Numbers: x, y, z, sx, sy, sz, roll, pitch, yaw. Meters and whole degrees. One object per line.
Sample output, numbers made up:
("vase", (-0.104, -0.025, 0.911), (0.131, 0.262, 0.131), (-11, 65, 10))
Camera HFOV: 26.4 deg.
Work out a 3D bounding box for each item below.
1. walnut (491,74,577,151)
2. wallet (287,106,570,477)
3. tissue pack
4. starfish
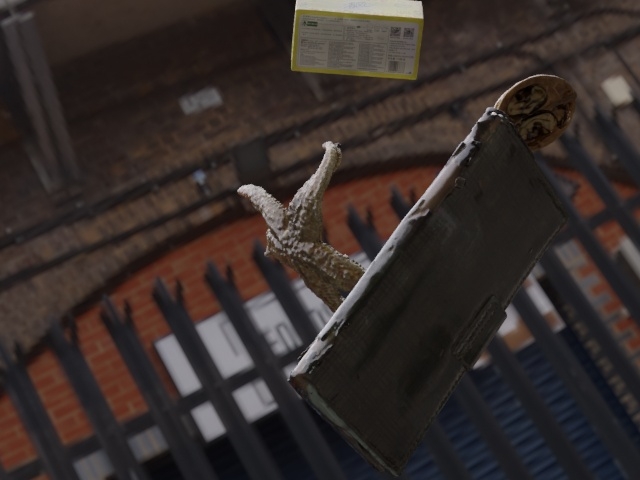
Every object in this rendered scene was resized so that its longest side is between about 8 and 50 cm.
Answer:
("walnut", (0.264, -0.165, 1.732), (0.121, 0.091, 0.052), (-27, 20, -13))
("wallet", (0.106, 0.048, 1.247), (0.317, 0.044, 0.169), (-54, -50, -16))
("tissue pack", (0.050, -0.282, 1.874), (0.176, 0.062, 0.095), (4, -55, -1))
("starfish", (-0.008, 0.003, 1.998), (0.094, 0.375, 0.327), (-29, -32, -30))
